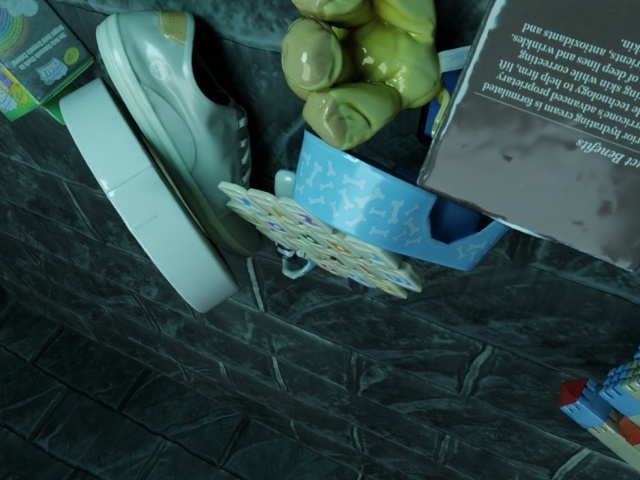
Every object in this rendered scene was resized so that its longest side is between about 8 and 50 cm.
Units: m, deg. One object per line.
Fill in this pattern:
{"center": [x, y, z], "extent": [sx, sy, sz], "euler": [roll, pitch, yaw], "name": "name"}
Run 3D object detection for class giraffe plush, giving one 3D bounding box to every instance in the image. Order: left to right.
{"center": [0.033, -0.189, 0.575], "extent": [0.170, 0.210, 0.181], "euler": [27, 114, 56], "name": "giraffe plush"}

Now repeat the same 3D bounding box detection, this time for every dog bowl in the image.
{"center": [0.092, -0.038, 0.644], "extent": [0.297, 0.074, 0.166], "euler": [14, -163, -42], "name": "dog bowl"}

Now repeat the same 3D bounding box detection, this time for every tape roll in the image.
{"center": [-0.254, -0.065, 0.876], "extent": [0.392, 0.072, 0.392], "euler": [56, 172, 12], "name": "tape roll"}

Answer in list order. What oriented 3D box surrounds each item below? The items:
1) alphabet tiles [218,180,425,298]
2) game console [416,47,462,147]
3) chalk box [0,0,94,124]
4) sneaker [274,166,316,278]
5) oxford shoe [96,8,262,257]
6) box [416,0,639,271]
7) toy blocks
{"center": [0.000, 0.000, 0.765], "extent": [0.284, 0.021, 0.278], "euler": [16, 164, 42], "name": "alphabet tiles"}
{"center": [0.162, -0.118, 0.624], "extent": [0.085, 0.124, 0.144], "euler": [0, 145, 1], "name": "game console"}
{"center": [-0.463, -0.281, 0.887], "extent": [0.132, 0.132, 0.213], "euler": [-3, 133, 43], "name": "chalk box"}
{"center": [-0.039, -0.021, 0.930], "extent": [0.085, 0.086, 0.237], "euler": [21, 146, 21], "name": "sneaker"}
{"center": [-0.156, -0.133, 0.832], "extent": [0.130, 0.169, 0.449], "euler": [-22, 136, 0], "name": "oxford shoe"}
{"center": [0.200, -0.120, 0.430], "extent": [0.169, 0.167, 0.203], "euler": [25, 118, 11], "name": "box"}
{"center": [0.508, 0.233, 0.754], "extent": [0.261, 0.191, 0.381], "euler": [40, 151, 9], "name": "toy blocks"}
